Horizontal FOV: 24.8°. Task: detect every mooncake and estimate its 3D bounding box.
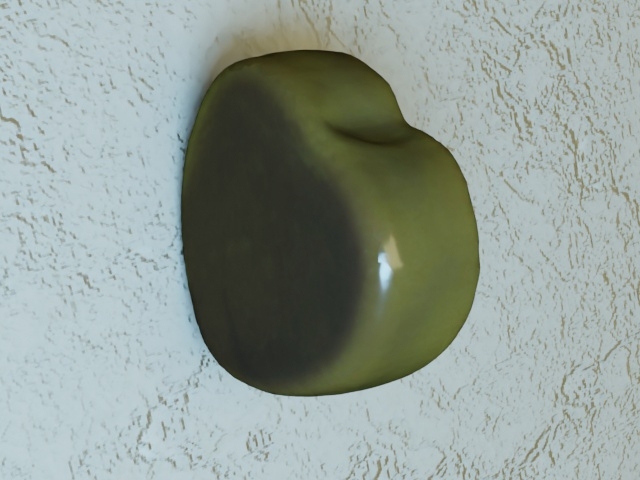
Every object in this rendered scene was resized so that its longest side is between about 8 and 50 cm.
[{"bbox_3d":[0.000,0.000,0.972,0.117,0.234,0.235,-13,103,-36],"label":"mooncake"}]
